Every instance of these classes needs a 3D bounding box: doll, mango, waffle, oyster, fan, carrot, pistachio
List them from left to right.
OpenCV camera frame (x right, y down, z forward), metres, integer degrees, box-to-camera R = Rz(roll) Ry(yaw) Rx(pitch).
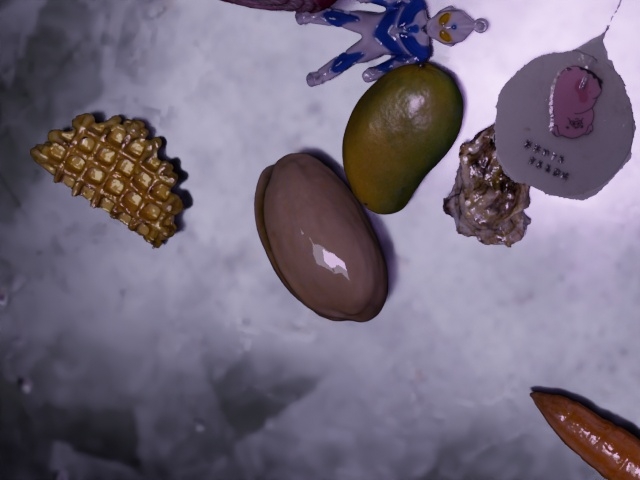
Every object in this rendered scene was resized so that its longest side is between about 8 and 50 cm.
[{"bbox_3d":[-0.259,-0.070,1.897,0.161,0.046,0.192,-23,93,10],"label":"waffle"},{"bbox_3d":[0.000,0.000,1.830,0.136,0.136,0.226,-31,84,12],"label":"pistachio"},{"bbox_3d":[0.085,-0.250,1.810,0.227,0.057,0.114,-8,92,12],"label":"doll"},{"bbox_3d":[0.091,-0.123,1.806,0.122,0.085,0.191,30,106,-17],"label":"mango"},{"bbox_3d":[0.204,-0.077,1.810,0.108,0.053,0.165,8,90,5],"label":"oyster"},{"bbox_3d":[0.315,-0.199,1.781,0.182,0.010,0.310,22,94,-13],"label":"fan"},{"bbox_3d":[0.338,0.244,1.837,0.205,0.072,0.072,37,102,11],"label":"carrot"}]

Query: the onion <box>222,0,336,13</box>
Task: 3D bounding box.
[{"bbox_3d":[-0.054,-0.376,1.740,0.206,0.216,0.207,10,92,5],"label":"onion"}]
